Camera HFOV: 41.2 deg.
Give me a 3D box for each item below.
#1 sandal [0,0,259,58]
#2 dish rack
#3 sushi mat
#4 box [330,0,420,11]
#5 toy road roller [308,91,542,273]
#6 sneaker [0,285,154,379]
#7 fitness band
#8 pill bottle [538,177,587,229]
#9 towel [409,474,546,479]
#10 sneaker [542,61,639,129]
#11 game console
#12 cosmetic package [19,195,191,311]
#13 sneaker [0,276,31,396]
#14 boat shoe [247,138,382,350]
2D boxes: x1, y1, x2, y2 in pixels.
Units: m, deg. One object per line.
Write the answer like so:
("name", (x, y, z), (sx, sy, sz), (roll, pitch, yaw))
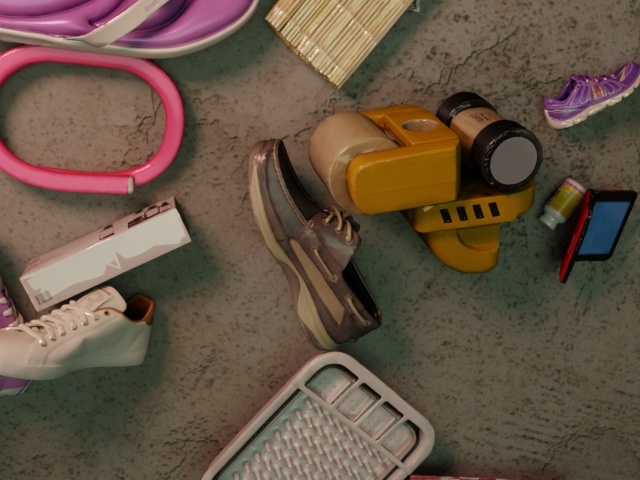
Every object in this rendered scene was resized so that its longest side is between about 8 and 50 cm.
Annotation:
("sandal", (-0.278, -0.329, 1.133), (0.416, 0.102, 0.169), (-8, 85, -10))
("dish rack", (-0.007, 0.350, 1.401), (0.333, 0.072, 0.285), (-47, 114, 3))
("sushi mat", (0.072, -0.385, 1.229), (0.151, 0.019, 0.316), (39, 94, -19))
("box", (0.081, -0.387, 1.256), (0.137, 0.027, 0.093), (-1, 106, -12))
("toy road roller", (0.158, -0.071, 1.271), (0.330, 0.202, 0.240), (-8, 117, -11))
("sneaker", (-0.355, 0.118, 1.203), (0.290, 0.106, 0.123), (0, 113, -57))
("fitness band", (-0.340, -0.173, 1.212), (0.291, 0.054, 0.209), (3, 104, -14))
("pill bottle", (0.397, -0.058, 1.400), (0.043, 0.043, 0.083), (38, 94, -18))
("towel", (0.281, 0.518, 1.505), (0.329, 0.037, 0.237), (6, 118, -15))
("sneaker", (0.432, -0.240, 1.349), (0.170, 0.068, 0.071), (-30, 103, -2))
("game console", (0.452, -0.005, 1.385), (0.085, 0.124, 0.144), (16, 125, 10))
("cosmetic package", (-0.311, 0.015, 1.245), (0.239, 0.099, 0.060), (-25, 106, -5))
("sneaker", (-0.464, 0.101, 1.242), (0.161, 0.102, 0.282), (7, 113, -17))
("boat shoe", (0.000, 0.000, 1.277), (0.130, 0.132, 0.355), (-15, 118, 14))
